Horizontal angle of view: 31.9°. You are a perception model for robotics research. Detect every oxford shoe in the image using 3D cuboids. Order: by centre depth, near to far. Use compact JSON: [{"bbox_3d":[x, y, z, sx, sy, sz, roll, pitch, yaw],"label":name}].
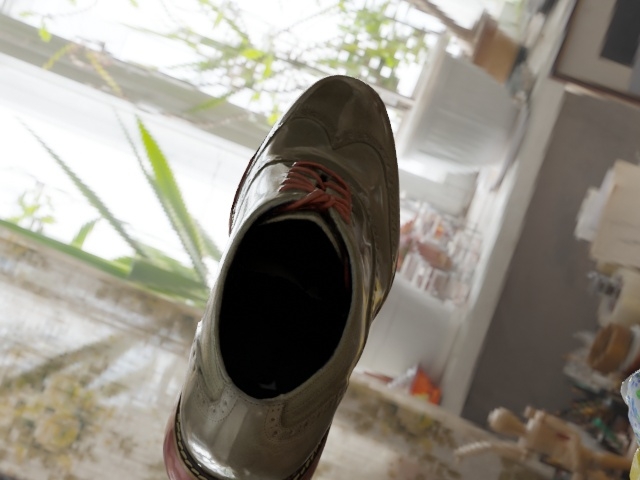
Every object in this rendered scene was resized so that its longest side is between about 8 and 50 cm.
[{"bbox_3d":[0.000,0.000,0.706,0.130,0.122,0.348,111,174,-50],"label":"oxford shoe"}]

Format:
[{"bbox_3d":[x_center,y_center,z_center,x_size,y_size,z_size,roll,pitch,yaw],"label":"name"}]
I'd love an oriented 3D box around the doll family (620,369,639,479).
[{"bbox_3d":[0.160,0.152,0.419,0.118,0.263,0.163,-20,26,28],"label":"doll family"}]
